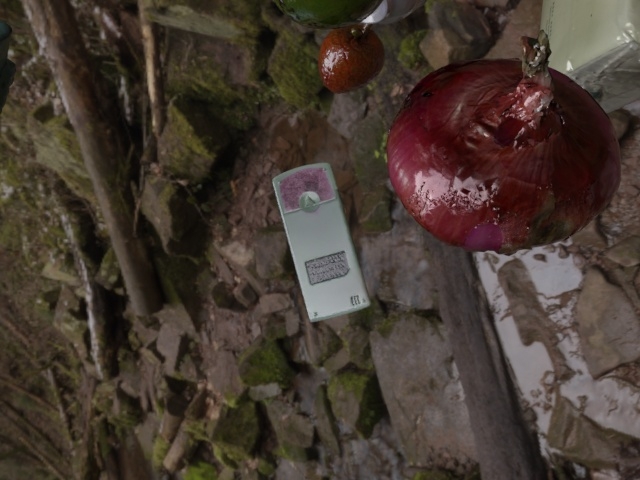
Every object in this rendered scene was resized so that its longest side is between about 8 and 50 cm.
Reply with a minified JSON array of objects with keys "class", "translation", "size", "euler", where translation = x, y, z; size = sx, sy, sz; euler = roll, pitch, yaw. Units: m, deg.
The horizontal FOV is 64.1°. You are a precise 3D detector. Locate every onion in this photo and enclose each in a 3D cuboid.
[{"class":"onion","translation":[0.116,-0.074,0.313],"size":[0.150,0.150,0.140],"euler":[59,166,32]}]

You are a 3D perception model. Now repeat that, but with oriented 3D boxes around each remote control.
[{"class":"remote control","translation":[0.000,0.000,1.133],"size":[0.050,0.145,0.343],"euler":[65,-170,-83]}]

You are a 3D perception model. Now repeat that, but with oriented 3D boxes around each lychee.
[{"class":"lychee","translation":[0.116,-0.673,1.862],"size":[0.300,0.255,0.255],"euler":[-39,62,54]}]

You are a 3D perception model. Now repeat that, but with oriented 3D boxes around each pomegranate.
[{"class":"pomegranate","translation":[-0.014,-0.353,0.621],"size":[0.182,0.224,0.181],"euler":[14,109,49]}]

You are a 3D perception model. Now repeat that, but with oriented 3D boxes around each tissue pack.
[{"class":"tissue pack","translation":[0.594,-0.479,1.014],"size":[0.297,0.207,0.379],"euler":[156,124,-78]}]

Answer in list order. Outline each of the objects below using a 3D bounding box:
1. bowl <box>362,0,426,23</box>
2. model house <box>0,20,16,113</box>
[{"class":"bowl","translation":[0.105,-0.576,1.095],"size":[0.287,0.287,0.143],"euler":[12,71,52]},{"class":"model house","translation":[-0.487,-0.147,0.482],"size":[0.249,0.281,0.229],"euler":[-19,47,51]}]
